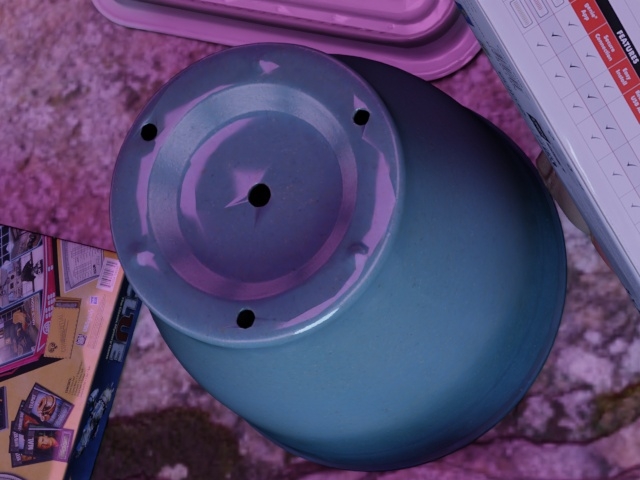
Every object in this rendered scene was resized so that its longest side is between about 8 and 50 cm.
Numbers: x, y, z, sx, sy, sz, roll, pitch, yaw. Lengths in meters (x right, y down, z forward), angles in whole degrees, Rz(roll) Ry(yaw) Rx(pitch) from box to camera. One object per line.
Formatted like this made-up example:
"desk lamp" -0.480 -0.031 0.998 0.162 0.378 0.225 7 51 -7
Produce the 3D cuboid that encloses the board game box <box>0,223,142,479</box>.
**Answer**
"board game box" -0.234 0.113 1.280 0.165 0.042 0.243 14 82 21

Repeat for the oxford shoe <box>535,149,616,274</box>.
"oxford shoe" 0.233 -0.148 1.089 0.130 0.123 0.348 46 120 36

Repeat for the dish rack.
"dish rack" -0.015 -0.279 1.284 0.333 0.072 0.285 12 83 22

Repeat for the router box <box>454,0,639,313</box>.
"router box" 0.254 -0.125 0.954 0.301 0.082 0.335 -32 108 1

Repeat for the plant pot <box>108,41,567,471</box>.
"plant pot" 0.000 0.000 1.113 0.272 0.255 0.271 -4 77 17
